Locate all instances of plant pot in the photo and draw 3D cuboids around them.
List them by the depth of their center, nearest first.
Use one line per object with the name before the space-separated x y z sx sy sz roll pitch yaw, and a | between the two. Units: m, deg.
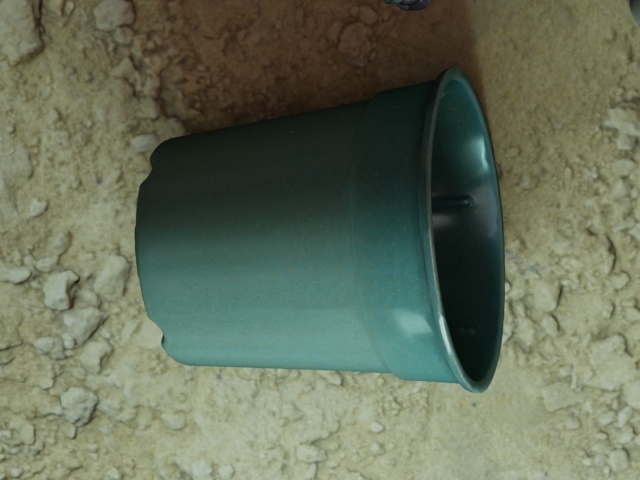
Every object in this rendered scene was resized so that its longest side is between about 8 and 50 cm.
plant pot | 0.000 0.000 1.894 0.334 0.341 0.341 -4 108 17

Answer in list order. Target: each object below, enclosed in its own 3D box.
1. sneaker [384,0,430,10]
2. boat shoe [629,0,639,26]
sneaker | 0.065 -0.295 1.887 0.283 0.110 0.122 -11 110 11
boat shoe | 0.475 -0.181 1.867 0.320 0.118 0.103 40 113 1
